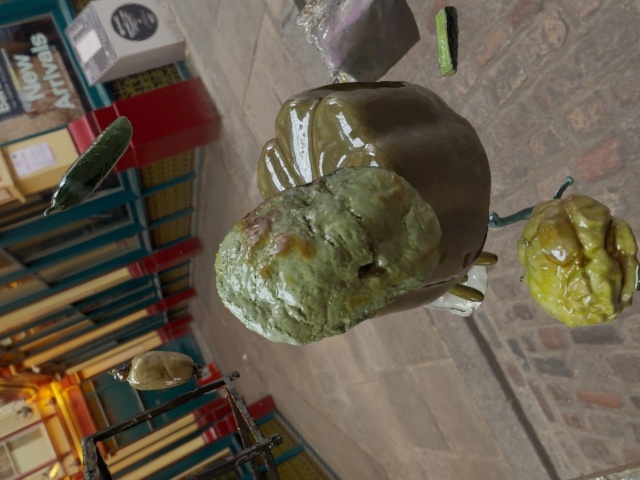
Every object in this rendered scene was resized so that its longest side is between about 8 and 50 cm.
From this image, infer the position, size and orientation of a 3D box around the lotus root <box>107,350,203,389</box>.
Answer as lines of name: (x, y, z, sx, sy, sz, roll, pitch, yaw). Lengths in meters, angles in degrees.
lotus root: (-0.271, 0.215, 0.894, 0.072, 0.152, 0.063, -177, 87, -73)

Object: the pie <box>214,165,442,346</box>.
pie: (0.000, 0.000, 0.586, 0.201, 0.248, 0.090, 49, 161, 37)

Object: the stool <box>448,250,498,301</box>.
stool: (0.258, 0.049, 1.034, 0.134, 0.111, 0.135, 119, 156, -64)

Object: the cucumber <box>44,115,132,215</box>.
cucumber: (-0.389, -0.128, 0.926, 0.056, 0.250, 0.056, 16, 146, 11)

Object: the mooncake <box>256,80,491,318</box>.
mooncake: (0.059, -0.060, 0.837, 0.378, 0.201, 0.378, 18, 114, 48)

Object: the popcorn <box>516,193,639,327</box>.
popcorn: (0.493, 0.040, 1.038, 0.215, 0.252, 0.286, -1, 133, 21)

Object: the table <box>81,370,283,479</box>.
table: (-0.185, 0.446, 0.872, 0.222, 0.272, 0.335, 29, 136, 59)

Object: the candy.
candy: (0.074, -0.392, 1.006, 0.137, 0.195, 0.185, 52, -172, 33)

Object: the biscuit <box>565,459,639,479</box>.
biscuit: (0.457, 0.288, 0.641, 0.426, 0.144, 0.078, -35, 58, 32)

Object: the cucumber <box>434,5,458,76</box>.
cucumber: (0.409, -0.622, 1.696, 0.078, 0.062, 0.211, 155, 112, -70)

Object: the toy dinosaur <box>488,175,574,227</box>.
toy dinosaur: (0.667, 0.001, 1.616, 0.383, 0.331, 0.129, 64, 170, -29)

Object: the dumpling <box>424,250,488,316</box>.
dumpling: (0.230, 0.009, 1.235, 0.341, 0.181, 0.260, 44, 122, 51)
